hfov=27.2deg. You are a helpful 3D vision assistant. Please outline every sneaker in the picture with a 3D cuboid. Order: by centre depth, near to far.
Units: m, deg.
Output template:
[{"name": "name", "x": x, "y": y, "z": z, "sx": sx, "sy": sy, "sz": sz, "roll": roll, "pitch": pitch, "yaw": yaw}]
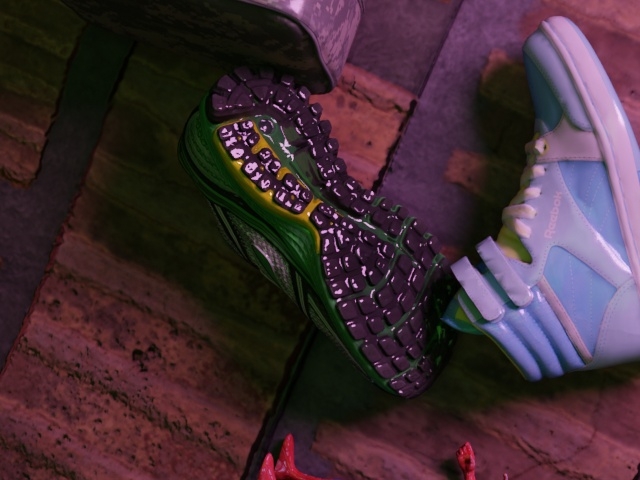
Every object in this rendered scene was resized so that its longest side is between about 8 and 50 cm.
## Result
[{"name": "sneaker", "x": 0.184, "y": -0.023, "z": 1.163, "sx": 0.208, "sy": 0.127, "sz": 0.319, "roll": -18, "pitch": 86, "yaw": 9}, {"name": "sneaker", "x": 0.000, "y": 0.000, "z": 1.229, "sx": 0.134, "sy": 0.146, "sz": 0.343, "roll": -37, "pitch": 94, "yaw": -31}]

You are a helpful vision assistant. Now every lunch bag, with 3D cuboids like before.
[{"name": "lunch bag", "x": -0.089, "y": -0.308, "z": 1.200, "sx": 0.305, "sy": 0.212, "sz": 0.256, "roll": 18, "pitch": 78, "yaw": 12}]

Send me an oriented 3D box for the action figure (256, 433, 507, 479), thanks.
[{"name": "action figure", "x": 0.091, "y": 0.226, "z": 1.209, "sx": 0.280, "sy": 0.091, "sz": 0.139, "roll": 23, "pitch": 108, "yaw": 13}]
